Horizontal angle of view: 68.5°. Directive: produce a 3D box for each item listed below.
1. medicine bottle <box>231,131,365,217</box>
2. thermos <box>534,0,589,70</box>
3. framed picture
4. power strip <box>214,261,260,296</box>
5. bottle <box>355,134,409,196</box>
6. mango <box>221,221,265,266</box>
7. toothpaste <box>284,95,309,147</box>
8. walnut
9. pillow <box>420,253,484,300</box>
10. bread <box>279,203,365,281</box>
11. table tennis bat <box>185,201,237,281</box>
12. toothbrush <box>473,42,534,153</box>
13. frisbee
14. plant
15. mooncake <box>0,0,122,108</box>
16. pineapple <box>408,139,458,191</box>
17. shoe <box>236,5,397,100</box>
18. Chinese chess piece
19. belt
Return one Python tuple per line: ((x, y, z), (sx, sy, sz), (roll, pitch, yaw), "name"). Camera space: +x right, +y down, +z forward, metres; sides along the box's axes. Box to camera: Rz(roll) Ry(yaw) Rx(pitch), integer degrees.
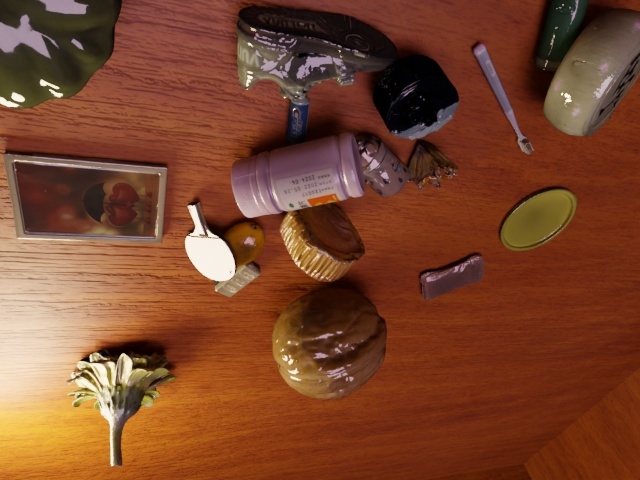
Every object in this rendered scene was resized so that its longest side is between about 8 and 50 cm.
((-0.043, -0.130, 0.954), (0.249, 0.133, 0.133), (-10, 137, 12), "medicine bottle")
((0.482, -0.435, 0.917), (0.083, 0.073, 0.188), (-12, 135, -6), "thermos")
((-0.474, -0.081, 0.973), (0.289, 0.020, 0.211), (3, 131, -20), "framed picture")
((-0.217, 0.100, 1.223), (0.123, 0.032, 0.056), (-37, 132, 18), "power strip")
((0.118, -0.172, 1.039), (0.099, 0.099, 0.152), (-41, 123, 21), "bottle")
((-0.200, 0.019, 1.134), (0.101, 0.066, 0.187), (27, 128, -36), "mango")
((-0.048, -0.226, 0.967), (0.057, 0.035, 0.197), (3, 135, -7), "toothpaste")
((0.032, 0.284, 1.313), (0.332, 0.333, 0.333), (-10, 135, -10), "walnut")
((0.410, 0.116, 1.454), (0.211, 0.034, 0.135), (-20, 132, -1), "pillow")
((-0.001, 0.000, 1.087), (0.199, 0.199, 0.104), (17, 129, -31), "bread")
((-0.263, 0.007, 1.092), (0.130, 0.019, 0.220), (4, 126, 21), "table tennis bat")
((0.413, -0.305, 1.050), (0.025, 0.030, 0.342), (-39, 131, 12), "toothbrush")
((0.633, -0.059, 1.371), (0.235, 0.017, 0.236), (-10, 135, -10), "frisbee")
((-0.587, 0.435, 1.316), (0.261, 0.297, 0.306), (31, 139, -4), "plant")
((-0.447, -0.345, 0.612), (0.351, 0.187, 0.351), (-11, 136, -11), "mooncake")
((0.242, -0.173, 1.082), (0.069, 0.116, 0.137), (-8, -178, -41), "pineapple")
((-0.015, -0.319, 0.848), (0.292, 0.109, 0.149), (1, 142, -22), "shoe")
((0.570, -0.336, 0.960), (0.250, 0.101, 0.250), (-35, 149, -25), "Chinese chess piece")
((0.190, -0.276, 0.939), (0.151, 0.078, 0.198), (-38, 152, 27), "belt")
